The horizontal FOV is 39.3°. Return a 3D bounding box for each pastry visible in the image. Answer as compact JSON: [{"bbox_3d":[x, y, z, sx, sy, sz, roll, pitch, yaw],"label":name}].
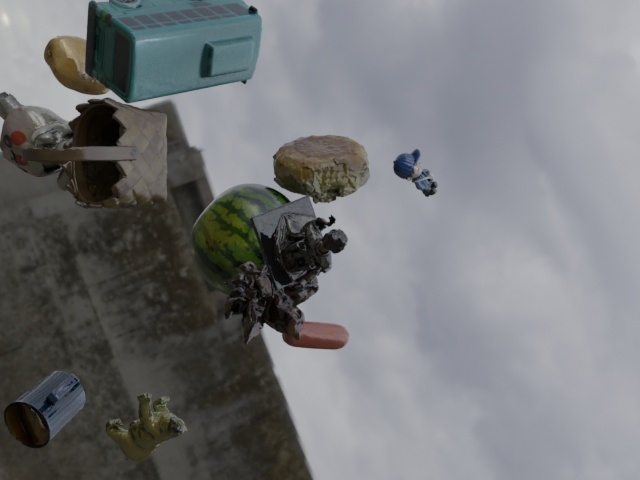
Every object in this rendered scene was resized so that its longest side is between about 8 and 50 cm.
[{"bbox_3d":[0.000,-0.185,2.287,0.236,0.257,0.121,-138,-140,-54],"label":"pastry"}]

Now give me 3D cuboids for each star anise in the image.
[{"bbox_3d":[-0.102,0.114,1.883,0.099,0.214,0.220,89,-23,-46],"label":"star anise"}]

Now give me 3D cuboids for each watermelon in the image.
[{"bbox_3d":[-0.174,0.003,2.176,0.285,0.285,0.285,51,-27,39],"label":"watermelon"}]

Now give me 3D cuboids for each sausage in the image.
[{"bbox_3d":[-0.009,0.214,2.016,0.062,0.154,0.062,-173,-90,-66],"label":"sausage"}]

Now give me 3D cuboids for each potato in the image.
[{"bbox_3d":[-0.536,-0.392,2.017,0.109,0.178,0.118,-33,-125,35],"label":"potato"}]

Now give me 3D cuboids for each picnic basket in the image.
[{"bbox_3d":[-0.283,-0.108,1.118,0.128,0.178,0.138,-1,-90,45],"label":"picnic basket"}]

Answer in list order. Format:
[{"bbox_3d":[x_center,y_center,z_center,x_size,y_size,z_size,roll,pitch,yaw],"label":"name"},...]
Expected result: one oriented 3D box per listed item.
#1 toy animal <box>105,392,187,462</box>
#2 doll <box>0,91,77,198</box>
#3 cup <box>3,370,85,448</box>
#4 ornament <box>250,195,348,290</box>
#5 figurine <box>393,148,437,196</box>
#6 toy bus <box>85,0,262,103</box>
[{"bbox_3d":[-0.328,0.364,1.729,0.219,0.103,0.101,-40,-116,34],"label":"toy animal"},{"bbox_3d":[-0.400,-0.143,1.334,0.192,0.095,0.149,19,-31,22],"label":"doll"},{"bbox_3d":[-0.570,0.354,1.910,0.150,0.138,0.113,-13,-73,26],"label":"cup"},{"bbox_3d":[0.000,0.000,1.702,0.196,0.153,0.166,-11,-79,53],"label":"ornament"},{"bbox_3d":[0.240,-0.170,2.297,0.136,0.079,0.077,54,35,-36],"label":"figurine"},{"bbox_3d":[-0.214,-0.300,1.366,0.147,0.256,0.128,40,-48,32],"label":"toy bus"}]
